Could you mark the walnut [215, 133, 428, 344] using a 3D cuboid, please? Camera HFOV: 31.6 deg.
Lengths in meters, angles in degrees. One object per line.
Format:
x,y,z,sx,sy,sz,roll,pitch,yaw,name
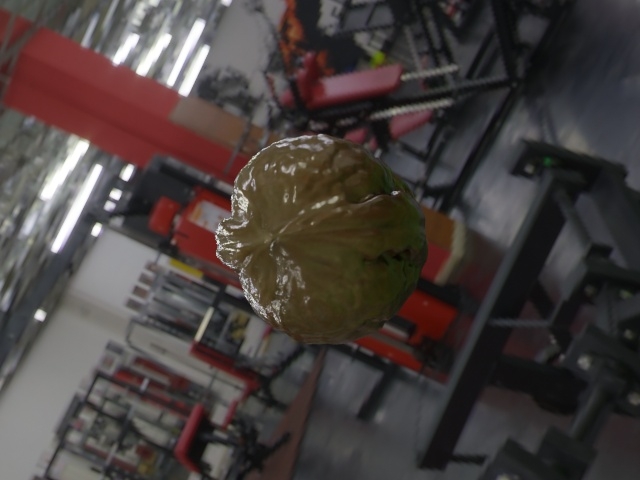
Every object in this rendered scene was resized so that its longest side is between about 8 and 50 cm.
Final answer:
0.000,0.000,0.832,0.155,0.155,0.184,-64,-15,3,walnut
